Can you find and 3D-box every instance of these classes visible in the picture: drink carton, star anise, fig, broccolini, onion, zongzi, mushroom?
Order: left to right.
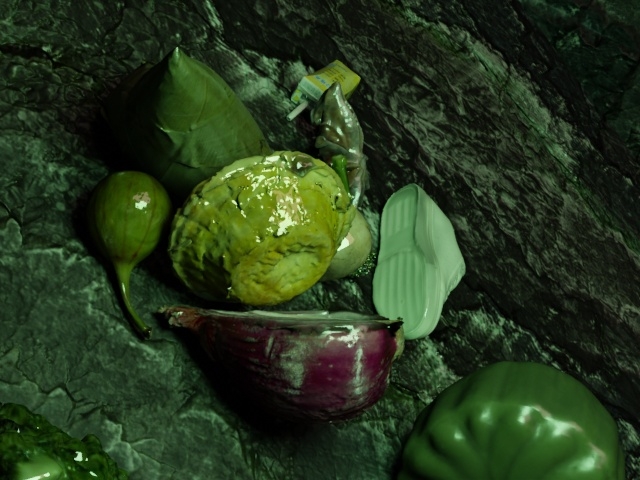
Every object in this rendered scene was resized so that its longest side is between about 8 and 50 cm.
[{"bbox_3d":[-0.262,0.020,1.441,0.124,0.124,0.236,2,81,-48],"label":"fig"},{"bbox_3d":[-0.132,-0.115,1.475,0.356,0.393,0.174,45,76,-15],"label":"zongzi"},{"bbox_3d":[-0.057,0.175,1.467,0.267,0.349,0.159,27,65,-83],"label":"onion"},{"bbox_3d":[-0.002,-0.285,1.991,0.084,0.074,0.200,40,34,7],"label":"drink carton"},{"bbox_3d":[0.000,0.000,1.709,0.166,0.127,0.166,3,48,-4],"label":"mushroom"},{"bbox_3d":[0.027,-0.158,1.889,0.198,0.111,0.257,39,47,-62],"label":"star anise"},{"bbox_3d":[0.055,-0.040,1.783,0.067,0.058,0.216,-19,112,-37],"label":"broccolini"}]

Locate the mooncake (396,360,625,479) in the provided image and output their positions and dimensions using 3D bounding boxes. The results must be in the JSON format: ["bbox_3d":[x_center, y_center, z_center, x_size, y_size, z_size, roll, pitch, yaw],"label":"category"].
[{"bbox_3d":[0.303,0.367,1.595,0.351,0.351,0.187,51,24,-4],"label":"mooncake"}]

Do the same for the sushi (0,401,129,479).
[{"bbox_3d":[-0.322,0.312,0.951,0.178,0.294,0.352,41,36,-24],"label":"sushi"}]

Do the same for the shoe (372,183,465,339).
[{"bbox_3d":[0.194,0.064,1.886,0.160,0.132,0.363,38,34,-29],"label":"shoe"}]

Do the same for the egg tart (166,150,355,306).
[{"bbox_3d":[-0.073,0.005,1.465,0.295,0.295,0.116,14,32,-42],"label":"egg tart"}]
